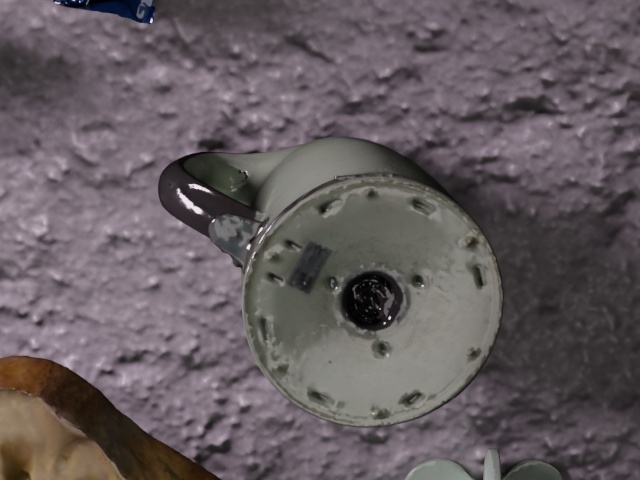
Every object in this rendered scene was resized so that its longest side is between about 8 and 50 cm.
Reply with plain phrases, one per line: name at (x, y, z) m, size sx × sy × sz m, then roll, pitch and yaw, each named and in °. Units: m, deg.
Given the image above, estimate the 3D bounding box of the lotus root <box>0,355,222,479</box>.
lotus root at (-0.214, 0.266, 1.129) m, size 0.391 × 0.111 × 0.374 m, roll 3°, pitch 111°, yaw 3°

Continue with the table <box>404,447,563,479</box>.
table at (0.137, 0.260, 1.171) m, size 0.167 × 0.198 × 0.166 m, roll -1°, pitch 101°, yaw -3°

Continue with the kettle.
kettle at (0.000, 0.000, 1.086) m, size 0.240 × 0.255 × 0.165 m, roll 24°, pitch 101°, yaw -9°

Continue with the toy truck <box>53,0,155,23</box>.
toy truck at (-0.203, -0.234, 1.097) m, size 0.208 × 0.126 × 0.113 m, roll 17°, pitch 99°, yaw -7°
